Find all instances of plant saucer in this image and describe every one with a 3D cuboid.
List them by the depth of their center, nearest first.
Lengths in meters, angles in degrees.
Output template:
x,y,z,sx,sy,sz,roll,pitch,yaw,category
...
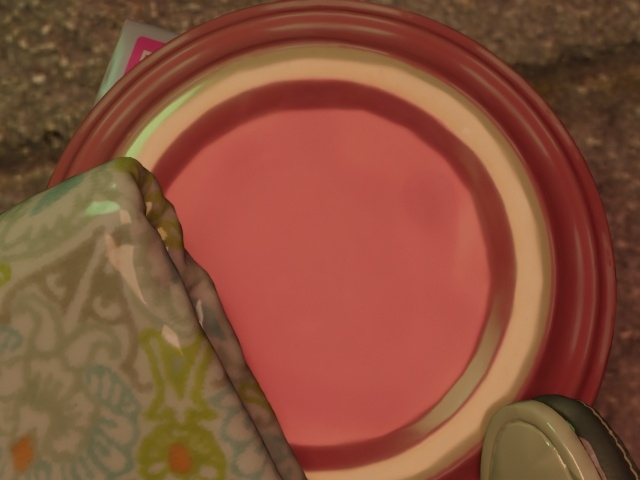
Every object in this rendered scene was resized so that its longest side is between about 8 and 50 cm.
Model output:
x,y,z,sx,sy,sz,roll,pitch,yaw,category
-0.001,0.022,0.920,0.332,0.084,0.332,0,81,2,plant saucer

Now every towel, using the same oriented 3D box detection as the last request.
x,y,z,sx,sy,sz,roll,pitch,yaw,category
-0.146,0.188,0.856,0.321,0.090,0.374,-25,95,13,towel

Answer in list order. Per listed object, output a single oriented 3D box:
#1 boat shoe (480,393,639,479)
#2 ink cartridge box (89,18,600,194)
x,y,z,sx,sy,sz,roll,pitch,yaw,category
0.182,0.207,0.887,0.099,0.116,0.319,-32,106,-26,boat shoe
0.000,0.000,1.002,0.311,0.065,0.185,18,77,2,ink cartridge box
